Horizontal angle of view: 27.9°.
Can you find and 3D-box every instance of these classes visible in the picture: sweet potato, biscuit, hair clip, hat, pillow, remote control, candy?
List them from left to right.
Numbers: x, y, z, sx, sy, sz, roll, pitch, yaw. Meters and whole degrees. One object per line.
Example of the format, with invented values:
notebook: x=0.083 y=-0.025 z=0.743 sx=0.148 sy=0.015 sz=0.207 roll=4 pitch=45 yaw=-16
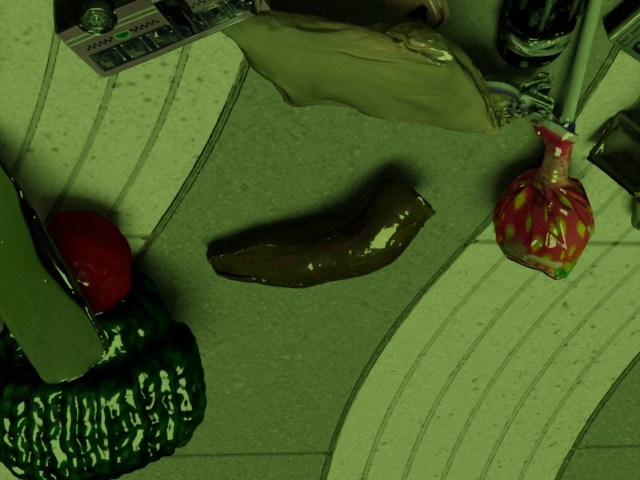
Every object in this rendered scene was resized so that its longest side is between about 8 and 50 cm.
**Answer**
biscuit: x=-0.334 y=0.007 z=1.387 sx=0.099 sy=0.038 sz=0.323 roll=-26 pitch=104 yaw=10
hat: x=-0.286 y=0.111 z=1.541 sx=0.274 sy=0.242 sz=0.332 roll=-15 pitch=119 yaw=-20
sweet potato: x=0.002 y=-0.002 z=1.543 sx=0.285 sy=0.085 sz=0.112 roll=-13 pitch=107 yaw=21
pillow: x=0.036 y=-0.169 z=1.282 sx=0.270 sy=0.067 sz=0.173 roll=11 pitch=161 yaw=24
hair clip: x=0.088 y=-0.278 z=1.238 sx=0.138 sy=0.102 sz=0.123 roll=43 pitch=150 yaw=-4
hair clip: x=0.165 y=-0.158 z=1.381 sx=0.172 sy=0.049 sz=0.116 roll=5 pitch=158 yaw=-10
remote control: x=0.234 y=-0.253 z=1.280 sx=0.090 sy=0.066 sz=0.266 roll=-3 pitch=146 yaw=-6
candy: x=0.274 y=-0.117 z=1.449 sx=0.124 sy=0.124 sz=0.365 roll=-2 pitch=131 yaw=-9

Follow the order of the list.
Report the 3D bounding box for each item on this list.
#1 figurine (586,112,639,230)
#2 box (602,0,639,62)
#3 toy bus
figurine: x=0.473 y=-0.067 z=1.498 sx=0.308 sy=0.143 sz=0.308 roll=17 pitch=167 yaw=4
box: x=0.399 y=-0.253 z=1.349 sx=0.115 sy=0.036 sz=0.177 roll=23 pitch=130 yaw=-33
toy bus: x=-0.149 y=-0.236 z=1.217 sx=0.198 sy=0.096 sz=0.108 roll=-19 pitch=143 yaw=15
